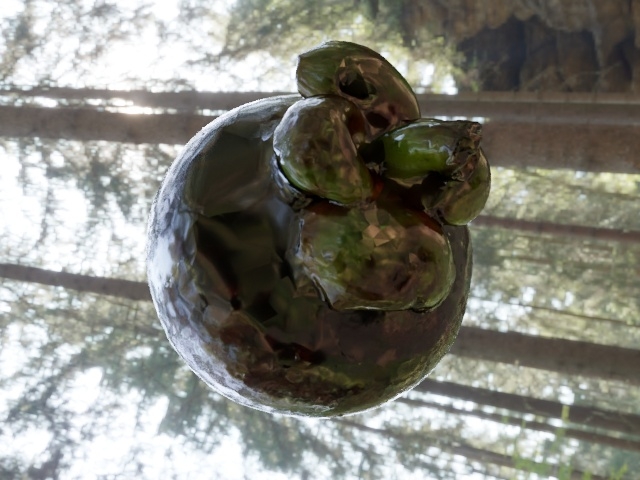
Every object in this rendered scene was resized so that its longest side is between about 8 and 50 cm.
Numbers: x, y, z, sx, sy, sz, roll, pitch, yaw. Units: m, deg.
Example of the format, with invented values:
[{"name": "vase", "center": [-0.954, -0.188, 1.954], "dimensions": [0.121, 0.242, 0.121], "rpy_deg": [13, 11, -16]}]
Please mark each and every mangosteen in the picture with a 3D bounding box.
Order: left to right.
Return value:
[{"name": "mangosteen", "center": [0.000, 0.005, 0.684], "dimensions": [0.311, 0.311, 0.311], "rpy_deg": [-21, -66, -60]}]
